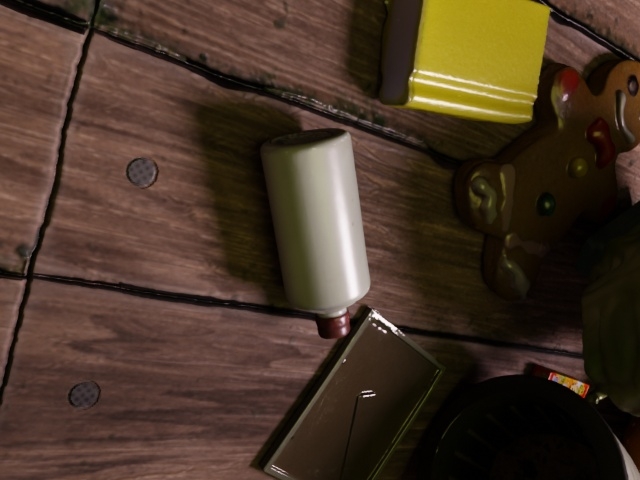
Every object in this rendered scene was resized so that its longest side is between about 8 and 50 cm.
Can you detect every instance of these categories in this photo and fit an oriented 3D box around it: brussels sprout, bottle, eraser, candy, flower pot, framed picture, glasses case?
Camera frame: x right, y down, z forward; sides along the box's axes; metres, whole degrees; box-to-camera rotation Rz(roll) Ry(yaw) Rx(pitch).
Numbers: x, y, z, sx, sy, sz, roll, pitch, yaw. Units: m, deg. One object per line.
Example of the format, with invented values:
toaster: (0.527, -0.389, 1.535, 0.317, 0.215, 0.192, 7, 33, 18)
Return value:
brussels sprout: (0.580, 0.101, 0.807, 0.425, 0.361, 0.343, -21, 86, -48)
bottle: (0.000, 0.000, 0.694, 0.104, 0.104, 0.245, -19, 112, -25)
eraser: (0.182, -0.235, 0.756, 0.226, 0.069, 0.158, 2, 103, -31)
candy: (0.410, 0.261, 1.042, 0.121, 0.038, 0.062, 22, 91, -33)
flower pot: (0.354, 0.397, 0.905, 0.330, 0.293, 0.294, 38, 83, -37)
framed picture: (0.056, 0.244, 0.839, 0.189, 0.023, 0.260, 39, 83, -32)
glasses case: (0.506, -0.006, 1.004, 0.184, 0.039, 0.078, -29, 143, -24)

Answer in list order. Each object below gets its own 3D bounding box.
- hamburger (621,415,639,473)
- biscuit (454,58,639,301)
hamburger: (0.679, 0.345, 1.097, 0.290, 0.170, 0.314, -59, 159, -2)
biscuit: (0.385, -0.124, 0.908, 0.432, 0.064, 0.283, -40, 120, -15)
